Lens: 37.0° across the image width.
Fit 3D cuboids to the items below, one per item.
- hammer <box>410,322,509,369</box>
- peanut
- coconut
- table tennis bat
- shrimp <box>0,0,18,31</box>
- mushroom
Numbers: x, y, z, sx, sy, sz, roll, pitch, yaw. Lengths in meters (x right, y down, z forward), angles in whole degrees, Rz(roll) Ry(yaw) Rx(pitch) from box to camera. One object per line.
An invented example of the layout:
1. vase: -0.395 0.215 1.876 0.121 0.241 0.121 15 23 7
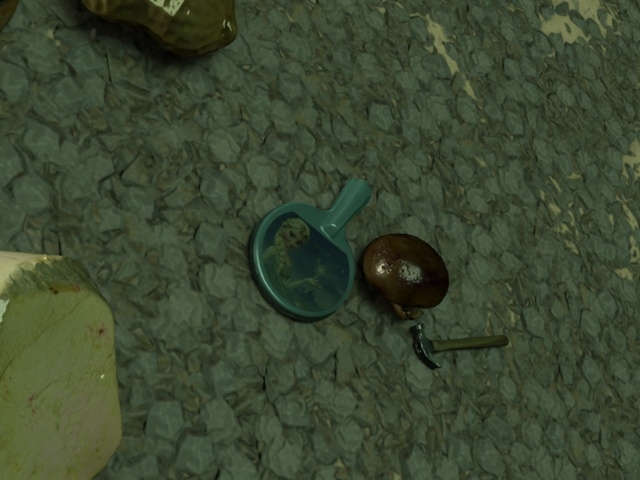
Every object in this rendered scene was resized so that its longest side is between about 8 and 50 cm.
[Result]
1. hammer: 0.199 0.144 1.319 0.182 0.017 0.062 2 68 -39
2. peanut: -0.195 -0.321 1.164 0.233 0.110 0.196 25 55 -25
3. coconut: -0.301 0.117 0.786 0.239 0.244 0.239 -7 97 -62
4. table tennis bat: 0.000 0.000 1.217 0.149 0.038 0.237 47 51 -10
5. shrimp: -0.389 -0.320 1.006 0.152 0.046 0.219 -52 128 -40
6. mushroom: 0.110 0.042 1.264 0.127 0.087 0.127 27 32 -18
